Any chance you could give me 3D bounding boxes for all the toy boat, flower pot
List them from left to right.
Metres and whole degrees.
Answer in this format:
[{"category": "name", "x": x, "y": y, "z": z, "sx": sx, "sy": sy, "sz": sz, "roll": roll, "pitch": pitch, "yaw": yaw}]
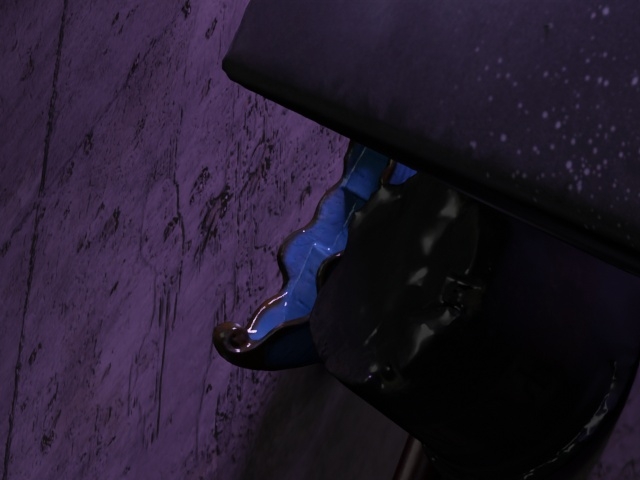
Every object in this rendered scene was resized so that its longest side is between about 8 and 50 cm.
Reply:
[{"category": "toy boat", "x": 0.000, "y": 0.000, "z": 1.243, "sx": 0.185, "sy": 0.077, "sz": 0.075, "roll": -64, "pitch": 24, "yaw": 5}, {"category": "flower pot", "x": 0.069, "y": 0.037, "z": 0.990, "sx": 0.157, "sy": 0.107, "sz": 0.157, "roll": -33, "pitch": 43, "yaw": 37}]

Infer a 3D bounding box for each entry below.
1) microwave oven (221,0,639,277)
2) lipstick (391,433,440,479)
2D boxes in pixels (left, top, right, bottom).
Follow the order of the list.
[{"category": "microwave oven", "x": 0.205, "y": -0.183, "z": 0.703, "sx": 0.374, "sy": 0.236, "sz": 0.432, "roll": 29, "pitch": 93, "yaw": 56}, {"category": "lipstick", "x": 0.038, "y": 0.160, "z": 1.073, "sx": 0.027, "sy": 0.027, "sz": 0.176, "roll": 15, "pitch": 82, "yaw": 67}]
